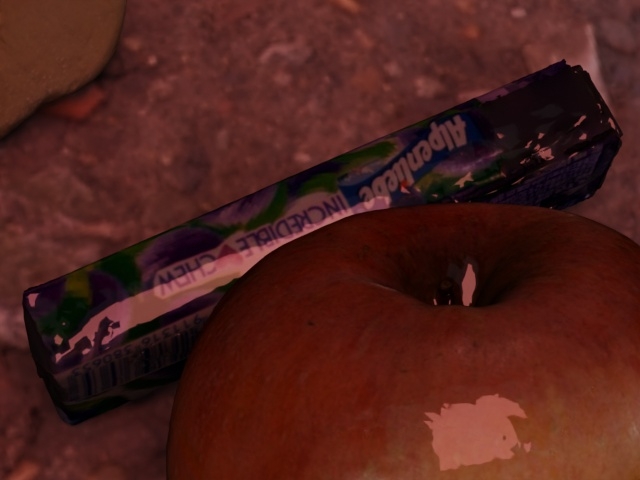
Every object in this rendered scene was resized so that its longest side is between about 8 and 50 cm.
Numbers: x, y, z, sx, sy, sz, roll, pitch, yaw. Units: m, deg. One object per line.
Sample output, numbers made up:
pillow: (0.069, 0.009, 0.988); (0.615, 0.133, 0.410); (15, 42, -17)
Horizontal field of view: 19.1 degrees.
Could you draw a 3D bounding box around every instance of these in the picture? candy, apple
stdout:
candy: (0.000, 0.000, 0.950); (0.312, 0.088, 0.061); (-23, 70, -15)
apple: (0.058, 0.106, 0.849); (0.253, 0.253, 0.254); (2, 70, -7)

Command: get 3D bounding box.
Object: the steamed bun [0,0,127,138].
steamed bun: (-0.207, -0.132, 0.962); (0.212, 0.110, 0.231); (-14, 76, -13)
